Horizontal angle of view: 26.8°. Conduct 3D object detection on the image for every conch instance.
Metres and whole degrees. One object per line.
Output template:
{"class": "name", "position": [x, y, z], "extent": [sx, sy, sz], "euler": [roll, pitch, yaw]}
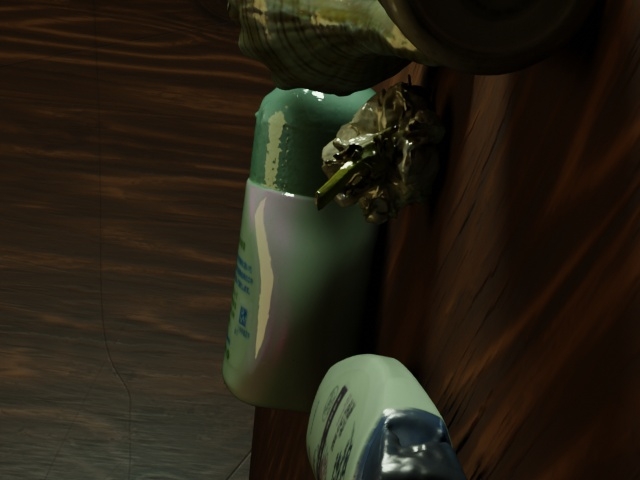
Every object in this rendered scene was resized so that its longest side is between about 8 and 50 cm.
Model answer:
{"class": "conch", "position": [0.043, -0.220, 1.187], "extent": [0.386, 0.169, 0.203], "euler": [18, 113, 47]}

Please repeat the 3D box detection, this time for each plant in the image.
{"class": "plant", "position": [0.038, -0.068, 1.098], "extent": [0.122, 0.104, 0.117], "euler": [-23, -40, -48]}

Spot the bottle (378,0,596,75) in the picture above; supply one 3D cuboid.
{"class": "bottle", "position": [0.083, -0.175, 0.792], "extent": [0.253, 0.120, 0.120], "euler": [-98, 16, -72]}

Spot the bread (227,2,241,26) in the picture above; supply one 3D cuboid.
{"class": "bread", "position": [-0.021, -0.334, 1.714], "extent": [0.210, 0.192, 0.110], "euler": [120, 159, -78]}

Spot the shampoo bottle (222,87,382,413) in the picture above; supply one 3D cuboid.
{"class": "shampoo bottle", "position": [-0.012, -0.005, 1.420], "extent": [0.222, 0.151, 0.350], "euler": [-80, -3, -79]}

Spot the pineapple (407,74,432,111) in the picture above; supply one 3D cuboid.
{"class": "pineapple", "position": [0.074, -0.090, 1.209], "extent": [0.058, 0.058, 0.124], "euler": [-89, 21, -46]}

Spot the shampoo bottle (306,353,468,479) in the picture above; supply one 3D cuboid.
{"class": "shampoo bottle", "position": [0.044, 0.159, 0.988], "extent": [0.359, 0.078, 0.134], "euler": [-147, 68, -85]}
